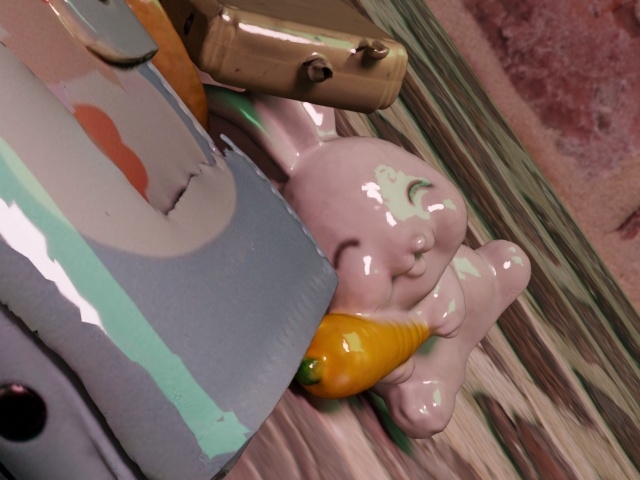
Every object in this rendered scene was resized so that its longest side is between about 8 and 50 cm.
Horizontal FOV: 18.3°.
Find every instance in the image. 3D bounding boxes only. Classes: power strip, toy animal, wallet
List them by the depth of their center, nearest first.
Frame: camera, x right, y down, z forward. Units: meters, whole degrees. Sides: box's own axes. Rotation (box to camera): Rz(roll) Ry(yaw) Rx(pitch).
[{"bbox_3d":[-0.102,-0.046,0.517,0.250,0.075,0.176,52,17,-5],"label":"wallet"},{"bbox_3d":[-0.024,-0.082,0.737,0.076,0.028,0.169,11,16,-21],"label":"power strip"},{"bbox_3d":[0.000,0.000,0.822,0.127,0.131,0.181,20,-24,42],"label":"toy animal"}]

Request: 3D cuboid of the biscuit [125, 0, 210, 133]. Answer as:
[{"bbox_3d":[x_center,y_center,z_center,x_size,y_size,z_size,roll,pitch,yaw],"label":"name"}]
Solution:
[{"bbox_3d":[-0.131,-0.151,0.671,0.301,0.049,0.197,59,-9,-17],"label":"biscuit"}]
